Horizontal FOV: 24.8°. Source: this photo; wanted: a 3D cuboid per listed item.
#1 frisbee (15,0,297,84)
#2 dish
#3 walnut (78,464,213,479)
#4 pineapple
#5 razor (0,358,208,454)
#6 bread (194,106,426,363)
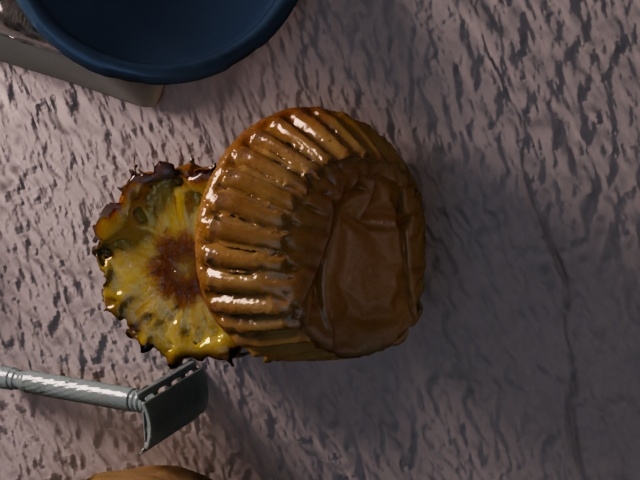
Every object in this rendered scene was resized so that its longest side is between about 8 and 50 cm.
[{"bbox_3d":[-0.149,-0.282,1.325,0.289,0.049,0.290,0,88,-5],"label":"frisbee"},{"bbox_3d":[-0.260,-0.239,1.399,0.243,0.080,0.182,19,110,14],"label":"dish"},{"bbox_3d":[-0.196,0.405,1.431,0.381,0.381,0.381,5,107,17],"label":"walnut"},{"bbox_3d":[-0.121,0.019,1.426,0.224,0.076,0.225,4,103,15],"label":"pineapple"},{"bbox_3d":[-0.242,0.156,1.508,0.232,0.106,0.068,7,107,27],"label":"razor"},{"bbox_3d":[-0.002,-0.003,1.303,0.139,0.240,0.240,11,113,56],"label":"bread"}]
